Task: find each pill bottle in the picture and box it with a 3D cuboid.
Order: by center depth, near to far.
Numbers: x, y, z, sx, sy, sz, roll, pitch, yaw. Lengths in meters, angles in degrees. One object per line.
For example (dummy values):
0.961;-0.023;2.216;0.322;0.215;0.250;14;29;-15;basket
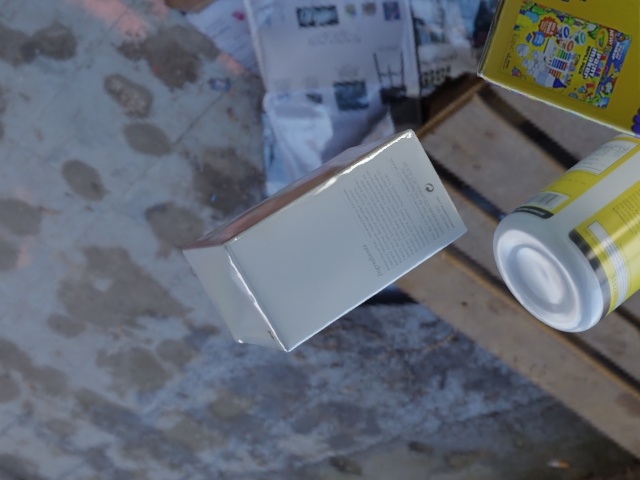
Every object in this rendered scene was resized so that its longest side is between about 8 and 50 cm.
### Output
0.228;-0.019;0.820;0.103;0.184;0.103;45;156;26;pill bottle

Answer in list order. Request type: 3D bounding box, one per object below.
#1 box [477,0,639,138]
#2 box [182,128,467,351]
0.263;-0.102;0.420;0.279;0.290;0.177;26;111;25;box
0.000;0.000;0.827;0.091;0.170;0.130;61;161;-9;box
